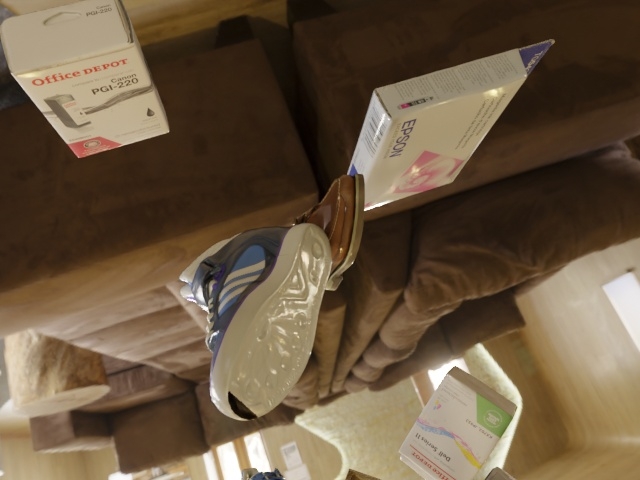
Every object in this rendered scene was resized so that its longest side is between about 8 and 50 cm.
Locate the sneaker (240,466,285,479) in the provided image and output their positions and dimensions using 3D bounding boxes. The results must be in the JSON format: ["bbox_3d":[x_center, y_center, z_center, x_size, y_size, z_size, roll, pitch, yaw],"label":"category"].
[{"bbox_3d":[-0.079,0.413,0.795,0.080,0.081,0.211,5,160,-38],"label":"sneaker"}]

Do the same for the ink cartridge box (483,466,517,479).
[{"bbox_3d":[0.501,0.604,0.943,0.072,0.304,0.307,-49,-168,-3],"label":"ink cartridge box"}]

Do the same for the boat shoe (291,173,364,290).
[{"bbox_3d":[0.000,0.000,0.844,0.105,0.110,0.307,8,144,-6],"label":"boat shoe"}]

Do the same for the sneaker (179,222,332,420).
[{"bbox_3d":[-0.130,0.108,0.730,0.237,0.322,0.130,-11,129,33],"label":"sneaker"}]

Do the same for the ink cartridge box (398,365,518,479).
[{"bbox_3d":[0.369,0.563,1.409,0.119,0.207,0.353,1,118,-63],"label":"ink cartridge box"}]

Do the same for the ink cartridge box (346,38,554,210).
[{"bbox_3d":[0.217,-0.184,0.888,0.331,0.071,0.324,-18,161,-13],"label":"ink cartridge box"}]

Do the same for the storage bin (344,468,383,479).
[{"bbox_3d":[0.158,0.669,1.133,0.263,0.123,0.260,15,179,12],"label":"storage bin"}]

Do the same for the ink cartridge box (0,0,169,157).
[{"bbox_3d":[-0.329,-0.229,0.731,0.159,0.092,0.218,-19,161,-10],"label":"ink cartridge box"}]
